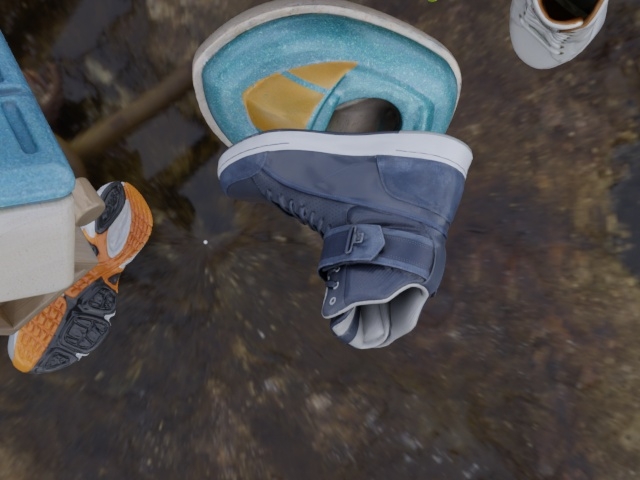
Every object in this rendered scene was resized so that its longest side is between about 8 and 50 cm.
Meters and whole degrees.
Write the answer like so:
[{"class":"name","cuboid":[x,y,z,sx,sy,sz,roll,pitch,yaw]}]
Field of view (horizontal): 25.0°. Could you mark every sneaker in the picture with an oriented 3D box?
[{"class":"sneaker","cuboid":[-0.289,0.053,1.653,0.099,0.121,0.262,46,49,-22]},{"class":"sneaker","cuboid":[0.000,-0.001,1.134,0.226,0.086,0.163,0,70,34]},{"class":"sneaker","cuboid":[0.243,-0.251,1.507,0.106,0.290,0.123,42,65,8]}]

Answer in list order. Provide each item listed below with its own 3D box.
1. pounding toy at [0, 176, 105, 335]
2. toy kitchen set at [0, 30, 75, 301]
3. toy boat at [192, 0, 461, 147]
[{"class":"pounding toy","cuboid":[-0.290,-0.007,1.328,0.206,0.181,0.094,-38,72,19]},{"class":"toy kitchen set","cuboid":[-0.182,-0.066,0.391,0.207,0.122,0.166,-11,132,-23]},{"class":"toy boat","cuboid":[0.026,-0.182,1.343,0.267,0.148,0.318,8,125,-18]}]
